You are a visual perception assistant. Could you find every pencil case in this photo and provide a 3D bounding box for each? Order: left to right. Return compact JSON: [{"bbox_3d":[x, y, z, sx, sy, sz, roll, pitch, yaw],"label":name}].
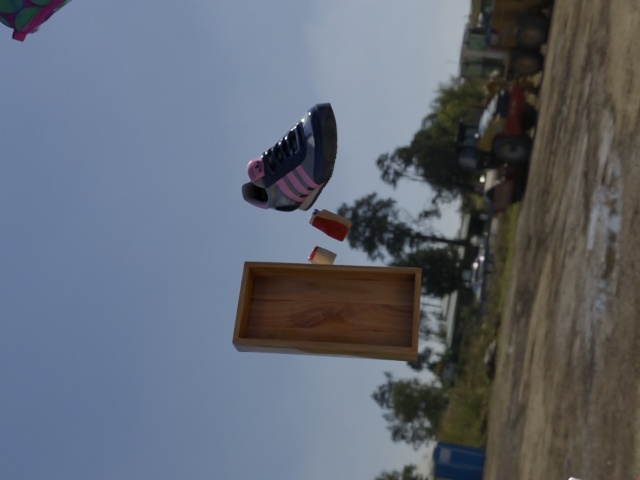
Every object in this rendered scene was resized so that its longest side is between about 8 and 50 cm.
[{"bbox_3d":[-0.256,-0.263,0.788,0.064,0.152,0.070,-6,-107,-64],"label":"pencil case"}]

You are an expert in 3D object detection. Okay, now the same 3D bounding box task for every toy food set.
[{"bbox_3d":[0.000,0.000,1.972,0.111,0.105,0.232,112,-176,-52],"label":"toy food set"}]

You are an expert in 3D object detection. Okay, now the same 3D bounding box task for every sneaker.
[{"bbox_3d":[-0.058,-0.133,1.412,0.319,0.131,0.112,119,146,-61],"label":"sneaker"}]

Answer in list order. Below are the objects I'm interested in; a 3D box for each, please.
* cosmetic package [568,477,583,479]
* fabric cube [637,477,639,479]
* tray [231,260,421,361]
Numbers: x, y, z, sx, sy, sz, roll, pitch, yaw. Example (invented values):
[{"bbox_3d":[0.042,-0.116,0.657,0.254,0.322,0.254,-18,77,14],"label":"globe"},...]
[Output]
[{"bbox_3d":[0.350,0.350,0.896,0.231,0.085,0.117,22,-88,-35],"label":"cosmetic package"},{"bbox_3d":[0.324,0.344,0.550,0.254,0.259,0.258,-34,-80,-26],"label":"fabric cube"},{"bbox_3d":[0.019,0.160,1.822,0.076,0.411,0.202,74,-160,-63],"label":"tray"}]
